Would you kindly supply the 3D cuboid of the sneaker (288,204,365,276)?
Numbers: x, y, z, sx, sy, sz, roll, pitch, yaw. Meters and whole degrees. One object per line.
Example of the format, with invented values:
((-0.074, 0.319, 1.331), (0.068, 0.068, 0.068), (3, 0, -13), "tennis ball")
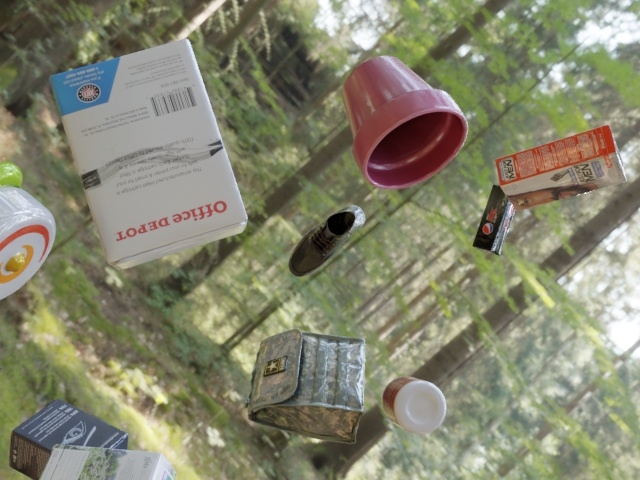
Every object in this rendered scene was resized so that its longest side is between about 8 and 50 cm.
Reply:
((0.000, 0.000, 1.736), (0.083, 0.222, 0.118), (47, 11, 7), "sneaker")

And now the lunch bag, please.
((-0.037, 0.358, 1.931), (0.235, 0.287, 0.169), (-83, -179, -49), "lunch bag")

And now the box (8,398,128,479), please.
((-0.561, 0.468, 1.711), (0.207, 0.108, 0.153), (22, 25, 17), "box")

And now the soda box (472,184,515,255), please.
((0.442, -0.051, 1.924), (0.060, 0.169, 0.053), (17, -5, 42), "soda box")

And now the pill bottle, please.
((0.212, 0.384, 1.814), (0.121, 0.121, 0.216), (48, -9, -1), "pill bottle")

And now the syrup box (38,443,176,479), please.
((-0.407, 0.460, 1.465), (0.096, 0.236, 0.093), (74, 22, -46), "syrup box")

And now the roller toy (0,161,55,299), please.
((-0.521, 0.000, 1.199), (0.146, 0.191, 0.209), (37, -36, 11), "roller toy")

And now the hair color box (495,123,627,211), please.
((0.356, -0.104, 1.134), (0.093, 0.167, 0.053), (38, 43, -52), "hair color box")

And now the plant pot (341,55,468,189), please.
((0.130, -0.220, 1.358), (0.180, 0.201, 0.201), (63, 10, 31), "plant pot")

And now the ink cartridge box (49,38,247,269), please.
((-0.343, -0.167, 1.565), (0.166, 0.285, 0.395), (133, -61, -80), "ink cartridge box")
